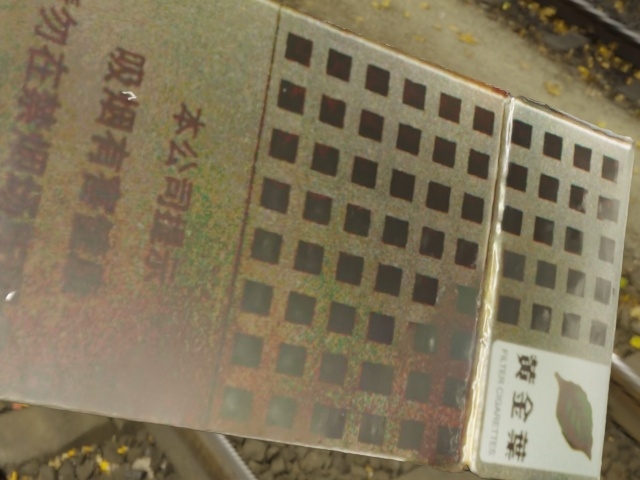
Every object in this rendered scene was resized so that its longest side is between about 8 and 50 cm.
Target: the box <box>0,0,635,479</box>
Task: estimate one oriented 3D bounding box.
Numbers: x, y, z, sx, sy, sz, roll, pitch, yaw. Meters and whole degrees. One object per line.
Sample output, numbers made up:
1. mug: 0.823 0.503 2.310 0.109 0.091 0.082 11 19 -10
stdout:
1. box: 0.001 -0.001 0.413 0.324 0.047 0.181 15 78 -27
